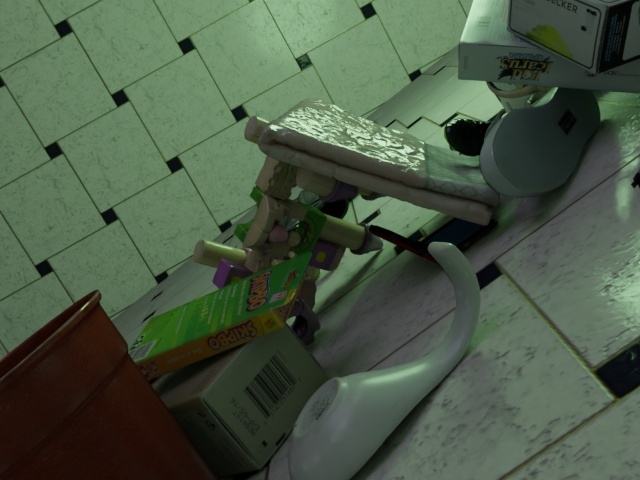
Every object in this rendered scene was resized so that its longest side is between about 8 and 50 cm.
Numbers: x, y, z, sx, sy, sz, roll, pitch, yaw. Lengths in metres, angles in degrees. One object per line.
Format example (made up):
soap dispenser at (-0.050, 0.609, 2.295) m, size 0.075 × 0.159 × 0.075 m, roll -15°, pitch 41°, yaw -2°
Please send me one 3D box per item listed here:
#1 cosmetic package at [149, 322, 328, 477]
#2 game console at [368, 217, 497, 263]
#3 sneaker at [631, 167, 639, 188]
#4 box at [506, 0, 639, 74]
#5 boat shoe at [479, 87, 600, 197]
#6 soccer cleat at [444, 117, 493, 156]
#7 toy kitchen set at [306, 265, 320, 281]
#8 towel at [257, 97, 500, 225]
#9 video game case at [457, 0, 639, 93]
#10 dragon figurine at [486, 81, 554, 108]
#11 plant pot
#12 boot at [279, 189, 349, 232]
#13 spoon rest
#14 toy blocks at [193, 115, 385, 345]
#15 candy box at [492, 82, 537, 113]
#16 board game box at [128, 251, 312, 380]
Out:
cosmetic package at (-0.151, 0.214, 0.982) m, size 0.309 × 0.113 × 0.160 m, roll -26°, pitch 15°, yaw 45°
game console at (0.148, -0.019, 1.049) m, size 0.085 × 0.124 × 0.144 m, roll -65°, pitch 11°, yaw 1°
sneaker at (0.337, -0.066, 0.738) m, size 0.069 × 0.038 × 0.098 m, roll -43°, pitch 2°, yaw -14°
box at (0.403, -0.318, 0.986) m, size 0.290 × 0.087 × 0.169 m, roll -22°, pitch 42°, yaw -21°
boat shoe at (0.268, -0.126, 1.012) m, size 0.105 × 0.113 × 0.306 m, roll -34°, pitch 8°, yaw 44°
soccer cleat at (0.253, -0.155, 1.127) m, size 0.178 × 0.060 × 0.072 m, roll 1°, pitch -20°, yaw -39°
toy kitchen set at (-0.019, 0.049, 1.368) m, size 0.068 × 0.083 × 0.075 m, roll 18°, pitch 44°, yaw 26°
towel at (0.091, -0.126, 1.101) m, size 0.332 × 0.316 × 0.053 m, roll -64°, pitch -9°, yaw -73°
video game case at (0.334, -0.300, 1.090) m, size 0.244 × 0.061 × 0.269 m, roll 7°, pitch 40°, yaw 15°
dragon figurine at (0.400, -0.279, 1.273) m, size 0.144 × 0.085 × 0.289 m, roll -38°, pitch 15°, yaw -11°
plant pot at (-0.250, 0.238, 0.788) m, size 0.272 × 0.265 × 0.272 m, roll -36°, pitch 10°, yaw 8°
boot at (0.032, -0.100, 1.752) m, size 0.338 × 0.118 × 0.222 m, roll -50°, pitch 14°, yaw -2°
spoon rest at (0.065, 0.133, 0.743) m, size 0.276 × 0.084 × 0.137 m, roll -53°, pitch 11°, yaw -5°
toy blocks at (0.000, 0.000, 1.206) m, size 0.309 × 0.260 × 0.289 m, roll 40°, pitch 108°, yaw 56°
candy box at (0.384, -0.344, 1.389) m, size 0.196 × 0.165 × 0.070 m, roll -32°, pitch 11°, yaw 32°
board game box at (-0.124, 0.095, 0.936) m, size 0.259 × 0.039 × 0.124 m, roll -26°, pitch 19°, yaw 24°
